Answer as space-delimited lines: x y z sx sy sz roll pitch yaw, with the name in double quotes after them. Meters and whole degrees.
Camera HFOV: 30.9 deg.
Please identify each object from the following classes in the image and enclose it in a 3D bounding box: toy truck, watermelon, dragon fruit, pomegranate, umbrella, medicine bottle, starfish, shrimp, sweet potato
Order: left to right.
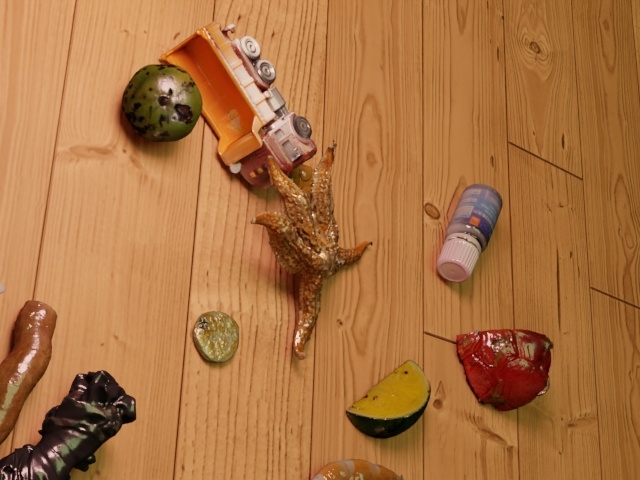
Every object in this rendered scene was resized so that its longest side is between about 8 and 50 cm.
-0.401 0.202 1.462 0.059 0.067 0.281 57 40 -42 "sweet potato"
-0.343 0.284 1.460 0.110 0.122 0.272 23 50 19 "umbrella"
-0.238 -0.211 1.763 0.122 0.122 0.161 58 8 -8 "pomegranate"
-0.125 -0.219 1.855 0.270 0.114 0.135 57 42 -9 "toy truck"
-0.006 -0.016 1.842 0.301 0.084 0.293 -50 133 -40 "starfish"
0.040 0.438 1.774 0.185 0.068 0.287 50 49 -13 "shrimp"
0.134 0.270 1.924 0.181 0.075 0.092 -29 90 -44 "watermelon"
0.277 -0.013 2.166 0.083 0.083 0.203 45 50 -20 "medicine bottle"
0.334 0.224 2.099 0.161 0.127 0.120 25 50 -35 "dragon fruit"

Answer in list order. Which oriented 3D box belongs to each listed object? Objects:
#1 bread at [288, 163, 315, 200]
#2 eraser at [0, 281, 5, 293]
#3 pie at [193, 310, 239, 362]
-0.025 -0.079 1.953 0.110 0.024 0.110 18 61 -36 "bread"
-0.583 0.061 1.338 0.397 0.082 0.213 -35 99 -45 "eraser"
-0.156 0.144 1.747 0.085 0.017 0.085 19 60 -36 "pie"
